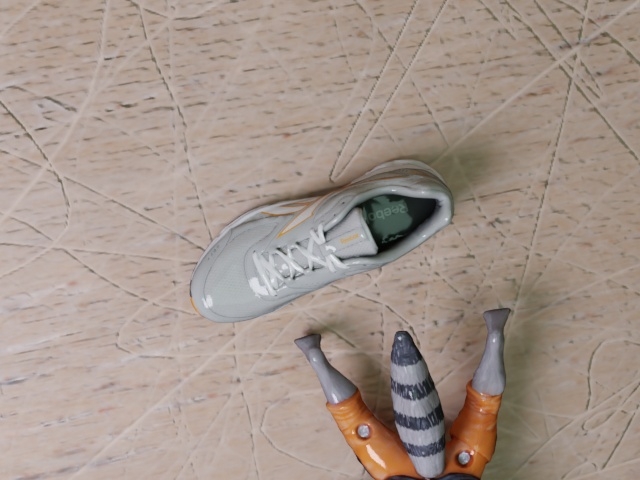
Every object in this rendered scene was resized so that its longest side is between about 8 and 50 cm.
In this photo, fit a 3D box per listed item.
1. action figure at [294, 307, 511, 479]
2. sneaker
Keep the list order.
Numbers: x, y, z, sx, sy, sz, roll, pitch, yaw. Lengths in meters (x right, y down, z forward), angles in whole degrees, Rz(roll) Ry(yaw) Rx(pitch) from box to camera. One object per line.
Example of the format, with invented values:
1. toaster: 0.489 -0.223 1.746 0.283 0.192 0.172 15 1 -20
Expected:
1. action figure: 0.052 0.246 0.898 0.342 0.178 0.330 -8 88 -6
2. sneaker: 0.000 0.000 0.887 0.263 0.121 0.099 -27 97 -1
